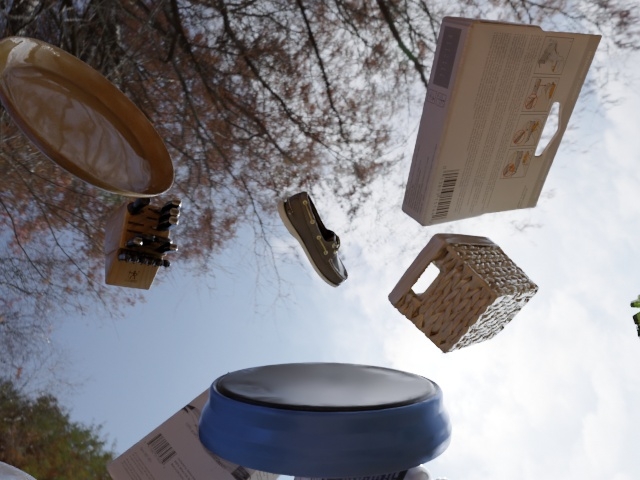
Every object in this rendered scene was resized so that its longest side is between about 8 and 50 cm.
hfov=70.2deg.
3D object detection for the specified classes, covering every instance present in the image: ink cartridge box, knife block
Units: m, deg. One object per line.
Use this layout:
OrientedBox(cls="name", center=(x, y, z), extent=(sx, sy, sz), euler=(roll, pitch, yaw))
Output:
OrientedBox(cls="ink cartridge box", center=(-0.236, 0.464, 0.949), extent=(0.307, 0.223, 0.129), euler=(-33, -42, -33))
OrientedBox(cls="knife block", center=(-0.351, -0.035, 0.902), extent=(0.088, 0.275, 0.242), euler=(14, -60, -33))
OrientedBox(cls="ink cartridge box", center=(0.274, -0.178, 0.714), extent=(0.261, 0.066, 0.296), euler=(-9, -56, -26))

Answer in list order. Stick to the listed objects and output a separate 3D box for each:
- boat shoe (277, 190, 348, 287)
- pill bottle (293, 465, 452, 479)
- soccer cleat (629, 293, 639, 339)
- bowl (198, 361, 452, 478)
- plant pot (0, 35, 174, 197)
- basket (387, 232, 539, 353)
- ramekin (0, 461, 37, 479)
OrientedBox(cls="boat shoe", center=(0.000, 0.002, 1.252), extent=(0.305, 0.091, 0.109), euler=(56, -161, -22))
OrientedBox(cls="pill bottle", center=(0.104, 0.464, 0.800), extent=(0.161, 0.283, 0.161), euler=(-2, -87, -59))
OrientedBox(cls="soccer cleat", center=(0.467, 0.144, 0.538), extent=(0.093, 0.121, 0.289), euler=(63, -158, -13))
OrientedBox(cls="bowl", center=(0.008, 0.260, 0.729), extent=(0.391, 0.391, 0.077), euler=(6, -97, -38))
OrientedBox(cls="plant pot", center=(-0.283, -0.141, 0.559), extent=(0.032, 0.236, 0.236), euler=(-36, -54, 16))
OrientedBox(cls="basket", center=(0.189, 0.065, 0.585), extent=(0.167, 0.103, 0.113), euler=(1, -52, -48))
OrientedBox(cls="ramekin", center=(-0.282, 0.276, 0.273), extent=(0.277, 0.135, 0.277), euler=(17, -123, -28))
